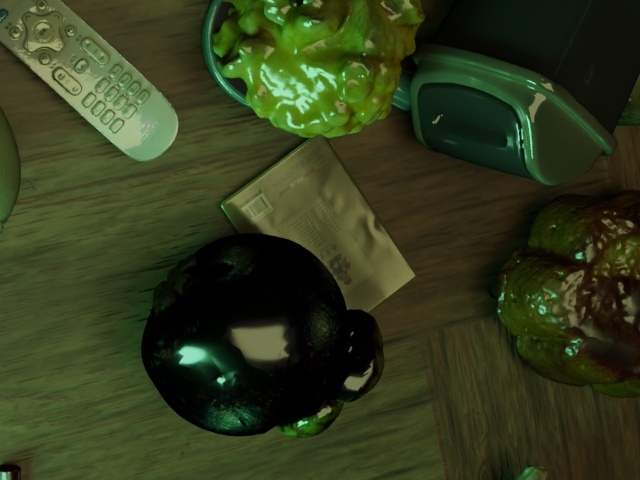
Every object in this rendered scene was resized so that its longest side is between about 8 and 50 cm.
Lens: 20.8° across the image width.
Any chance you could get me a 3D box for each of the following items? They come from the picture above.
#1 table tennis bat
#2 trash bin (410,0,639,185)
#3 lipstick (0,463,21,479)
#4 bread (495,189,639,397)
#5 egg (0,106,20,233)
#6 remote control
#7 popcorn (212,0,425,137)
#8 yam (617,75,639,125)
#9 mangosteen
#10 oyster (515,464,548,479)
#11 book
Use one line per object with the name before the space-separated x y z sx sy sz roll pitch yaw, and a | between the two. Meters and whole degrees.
table tennis bat | -0.007 -0.195 1.823 0.244 0.040 0.153 20 88 -15
trash bin | 0.231 -0.205 1.799 0.182 0.209 0.290 35 79 -43
lipstick | -0.322 0.319 1.795 0.027 0.027 0.176 -1 99 -18
bread | 0.317 0.053 1.906 0.247 0.135 0.232 24 86 -20
egg | -0.392 -0.093 1.628 0.186 0.186 0.253 -46 107 -7
remote control | -0.237 -0.169 1.747 0.229 0.044 0.073 42 80 -10
popcorn | -0.002 -0.210 1.719 0.189 0.169 0.218 18 81 -12
yam | 0.392 -0.177 1.914 0.194 0.107 0.107 0 97 -19
mangosteen | -0.062 0.103 1.750 0.243 0.243 0.243 -2 98 -18
oyster | 0.100 0.408 1.916 0.396 0.111 0.204 -25 122 -14
book | 0.000 0.000 1.859 0.138 0.016 0.198 -36 106 -10
